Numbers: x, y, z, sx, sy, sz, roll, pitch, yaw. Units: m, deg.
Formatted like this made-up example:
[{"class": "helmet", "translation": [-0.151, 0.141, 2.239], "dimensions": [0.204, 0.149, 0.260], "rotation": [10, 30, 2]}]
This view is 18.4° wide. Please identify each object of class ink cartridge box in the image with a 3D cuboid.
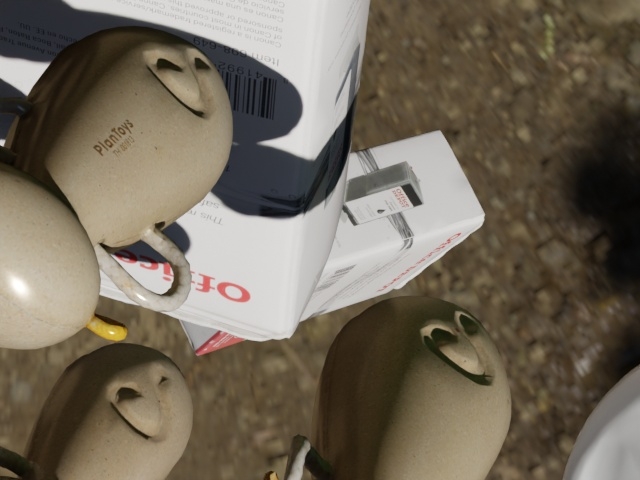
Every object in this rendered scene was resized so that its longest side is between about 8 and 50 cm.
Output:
[{"class": "ink cartridge box", "translation": [0.000, 0.000, 1.000], "dimensions": [0.135, 0.099, 0.056], "rotation": [-17, 75, -39]}, {"class": "ink cartridge box", "translation": [-0.066, -0.071, 0.769], "dimensions": [0.158, 0.092, 0.218], "rotation": [17, 142, 7]}]

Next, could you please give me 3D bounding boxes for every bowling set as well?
[{"class": "bowling set", "translation": [-0.024, 0.103, 0.543], "dimensions": [0.287, 0.154, 0.200], "rotation": [39, 115, -4]}]

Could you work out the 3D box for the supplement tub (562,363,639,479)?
[{"class": "supplement tub", "translation": [0.318, 0.163, 1.103], "dimensions": [0.338, 0.207, 0.207], "rotation": [4, 113, -34]}]
